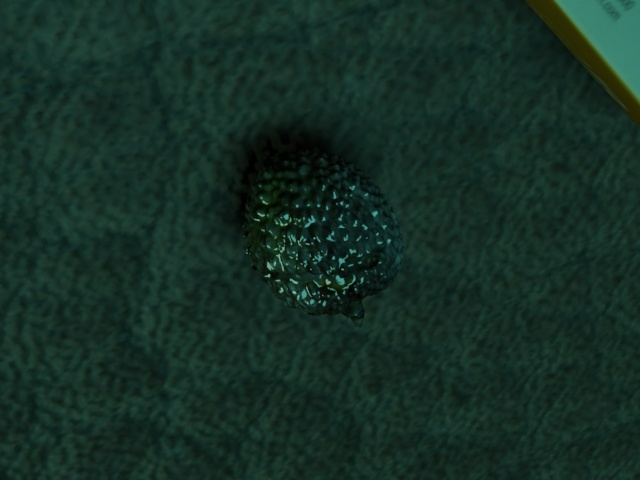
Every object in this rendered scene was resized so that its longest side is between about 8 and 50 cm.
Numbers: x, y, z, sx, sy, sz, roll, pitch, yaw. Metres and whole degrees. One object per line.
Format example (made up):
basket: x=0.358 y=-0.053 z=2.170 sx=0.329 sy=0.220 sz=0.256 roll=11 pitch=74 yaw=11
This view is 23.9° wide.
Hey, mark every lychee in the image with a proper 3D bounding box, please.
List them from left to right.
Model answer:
lychee: x=0.000 y=0.000 z=0.626 sx=0.067 sy=0.068 sz=0.083 roll=-4 pitch=118 yaw=30

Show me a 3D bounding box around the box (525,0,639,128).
box: x=0.153 y=-0.168 z=0.559 sx=0.221 sy=0.091 sz=0.274 roll=-42 pitch=130 yaw=7
